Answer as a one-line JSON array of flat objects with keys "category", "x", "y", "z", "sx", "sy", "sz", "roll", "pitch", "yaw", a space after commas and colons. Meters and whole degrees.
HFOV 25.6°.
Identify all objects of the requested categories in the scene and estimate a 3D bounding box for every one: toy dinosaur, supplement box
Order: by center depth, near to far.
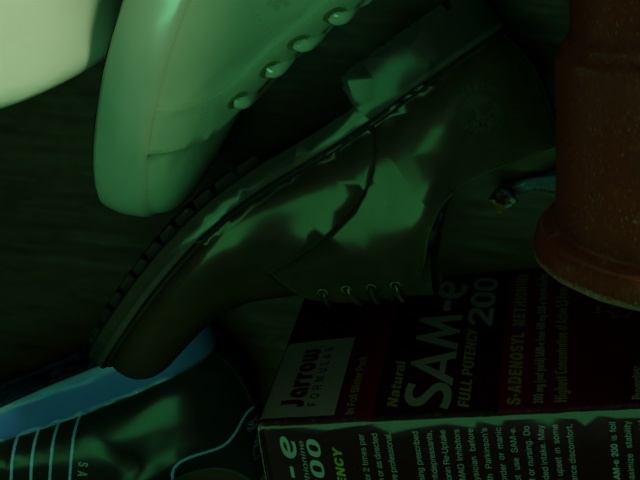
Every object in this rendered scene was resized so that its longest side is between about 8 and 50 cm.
[{"category": "supplement box", "x": 0.104, "y": 0.068, "z": 0.596, "sx": 0.239, "sy": 0.130, "sz": 0.073, "roll": -5, "pitch": 113, "yaw": 12}, {"category": "toy dinosaur", "x": 0.117, "y": -0.022, "z": 0.604, "sx": 0.082, "sy": 0.047, "sz": 0.090, "roll": -25, "pitch": 121, "yaw": 40}]

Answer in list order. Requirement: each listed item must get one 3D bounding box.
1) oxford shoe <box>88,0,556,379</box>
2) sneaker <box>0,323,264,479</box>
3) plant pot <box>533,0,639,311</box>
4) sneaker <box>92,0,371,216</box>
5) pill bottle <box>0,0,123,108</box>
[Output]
[{"category": "oxford shoe", "x": 0.000, "y": 0.000, "z": 0.585, "sx": 0.227, "sy": 0.083, "sz": 0.096, "roll": -36, "pitch": 93, "yaw": 15}, {"category": "sneaker", "x": -0.137, "y": 0.112, "z": 0.689, "sx": 0.232, "sy": 0.081, "sz": 0.090, "roll": -22, "pitch": 102, "yaw": 18}, {"category": "plant pot", "x": 0.184, "y": -0.139, "z": 0.420, "sx": 0.272, "sy": 0.272, "sz": 0.265, "roll": -6, "pitch": 102, "yaw": 13}, {"category": "sneaker", "x": 0.006, "y": -0.113, "z": 0.542, "sx": 0.123, "sy": 0.106, "sz": 0.290, "roll": 28, "pitch": 115, "yaw": -1}, {"category": "pill bottle", "x": -0.166, "y": -0.167, "z": 0.535, "sx": 0.131, "sy": 0.131, "sz": 0.229, "roll": -11, "pitch": 112, "yaw": 15}]
